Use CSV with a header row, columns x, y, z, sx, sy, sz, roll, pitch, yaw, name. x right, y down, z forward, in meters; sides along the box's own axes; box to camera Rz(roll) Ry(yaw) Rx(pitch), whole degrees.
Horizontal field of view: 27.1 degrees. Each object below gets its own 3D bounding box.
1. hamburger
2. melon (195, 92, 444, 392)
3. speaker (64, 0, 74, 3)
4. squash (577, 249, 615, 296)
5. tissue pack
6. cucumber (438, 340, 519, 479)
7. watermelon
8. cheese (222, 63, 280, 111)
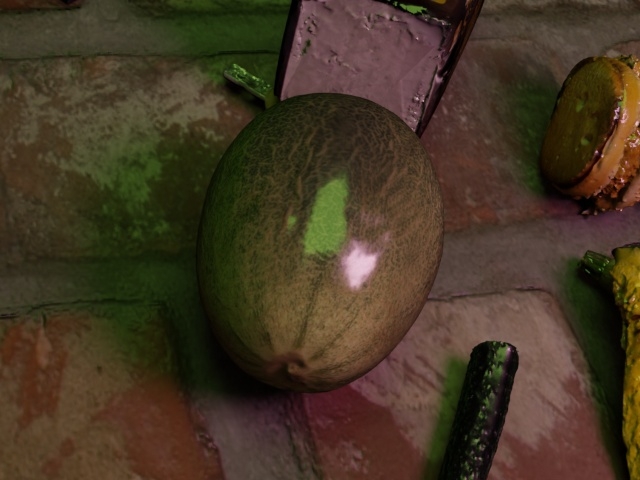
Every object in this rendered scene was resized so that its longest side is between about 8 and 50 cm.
x,y,z,sx,sy,sz,roll,pitch,yaw,name
0.350,-0.134,1.599,0.118,0.181,0.191,17,39,-21,hamburger
0.000,0.000,1.351,0.249,0.248,0.329,16,56,-1,melon
-0.268,-0.368,1.720,0.046,0.040,0.191,39,53,20,speaker
0.420,0.064,1.519,0.252,0.066,0.066,16,49,1,squash
0.096,-0.303,1.633,0.198,0.210,0.370,19,43,8,tissue pack
0.157,0.199,1.344,0.052,0.058,0.214,23,51,-3,cucumber
0.377,0.145,1.403,0.129,0.123,0.301,-3,64,12,watermelon
-0.047,-0.167,1.612,0.162,0.036,0.086,32,49,12,cheese
